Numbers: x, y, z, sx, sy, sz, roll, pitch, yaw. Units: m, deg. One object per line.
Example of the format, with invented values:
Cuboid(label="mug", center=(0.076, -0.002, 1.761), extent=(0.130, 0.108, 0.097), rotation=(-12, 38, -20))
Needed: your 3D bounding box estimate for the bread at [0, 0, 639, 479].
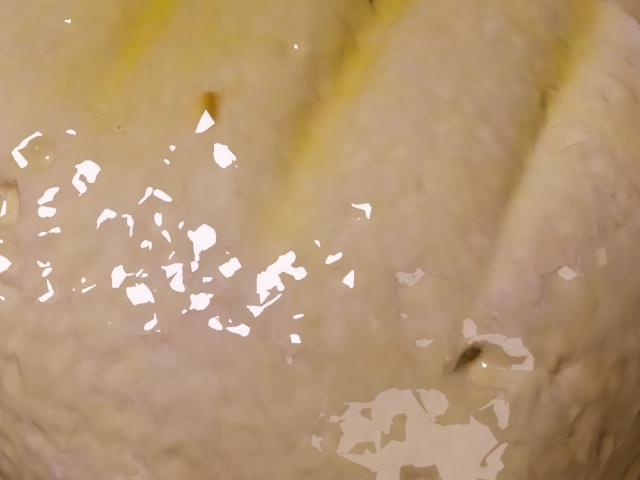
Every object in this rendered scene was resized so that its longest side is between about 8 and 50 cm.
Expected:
Cuboid(label="bread", center=(-0.001, -0.008, 0.568), extent=(0.320, 0.320, 0.237), rotation=(-33, 143, -19))
